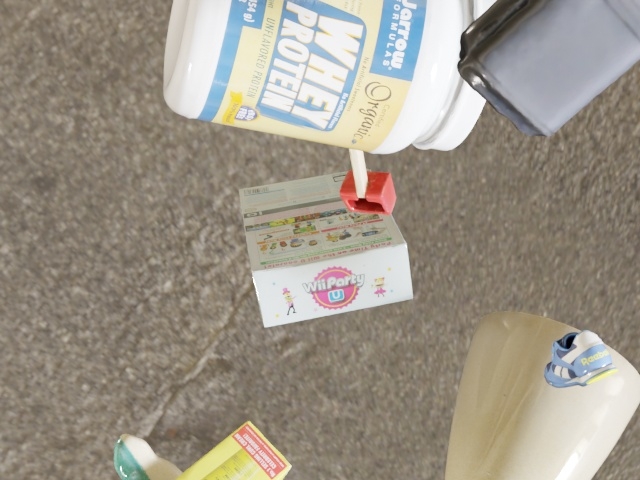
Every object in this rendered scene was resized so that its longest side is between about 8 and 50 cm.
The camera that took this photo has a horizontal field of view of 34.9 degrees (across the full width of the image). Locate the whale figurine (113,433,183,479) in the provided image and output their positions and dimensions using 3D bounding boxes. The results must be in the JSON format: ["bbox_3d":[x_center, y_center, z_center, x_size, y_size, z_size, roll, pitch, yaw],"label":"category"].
[{"bbox_3d":[-0.213,0.397,1.398,0.141,0.216,0.272,-37,78,-15],"label":"whale figurine"}]

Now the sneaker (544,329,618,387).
[{"bbox_3d":[0.291,0.133,1.164,0.053,0.144,0.059,-24,84,-13],"label":"sneaker"}]

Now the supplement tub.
[{"bbox_3d":[0.004,-0.138,0.683,0.199,0.144,0.144,9,68,-15],"label":"supplement tub"}]

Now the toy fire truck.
[{"bbox_3d":[0.045,-0.131,0.994,0.047,0.192,0.135,6,55,22],"label":"toy fire truck"}]

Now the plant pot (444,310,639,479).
[{"bbox_3d":[0.286,0.284,1.433,0.256,0.256,0.274,21,66,17],"label":"plant pot"}]

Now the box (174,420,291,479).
[{"bbox_3d":[-0.145,0.321,1.225,0.087,0.058,0.232,45,50,14],"label":"box"}]

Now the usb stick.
[{"bbox_3d":[0.184,-0.157,0.477,0.278,0.077,0.045,-41,28,19],"label":"usb stick"}]

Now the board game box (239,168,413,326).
[{"bbox_3d":[0.000,0.000,1.559,0.223,0.098,0.303,-10,25,-3],"label":"board game box"}]
